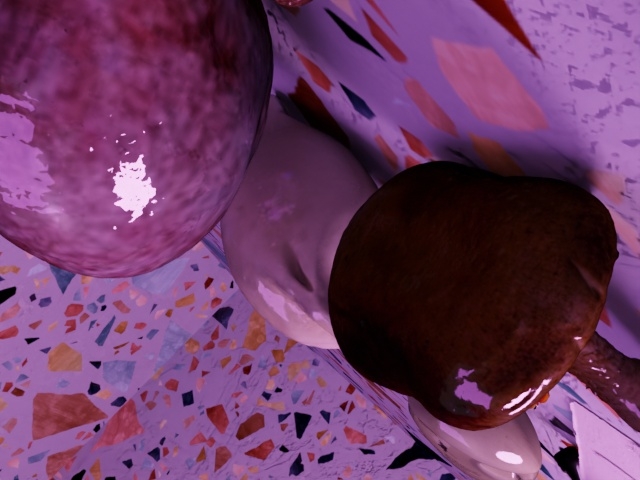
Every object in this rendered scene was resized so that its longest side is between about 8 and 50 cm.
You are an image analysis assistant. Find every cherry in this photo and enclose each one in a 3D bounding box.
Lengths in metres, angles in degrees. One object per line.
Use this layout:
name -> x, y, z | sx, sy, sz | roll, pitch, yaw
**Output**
cherry -> -0.132, -0.104, 0.545 | 0.203, 0.230, 0.300 | 30, 154, 10

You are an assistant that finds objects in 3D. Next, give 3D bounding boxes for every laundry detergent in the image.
laundry detergent -> 0.179, 0.212, 1.017 | 0.181, 0.091, 0.253 | 39, 170, 24

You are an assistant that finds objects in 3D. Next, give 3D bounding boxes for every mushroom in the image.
mushroom -> 0.124, 0.055, 0.511 | 0.217, 0.148, 0.227 | 31, -177, -26

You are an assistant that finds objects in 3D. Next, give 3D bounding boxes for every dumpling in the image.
dumpling -> 0.000, 0.000, 0.711 | 0.179, 0.131, 0.252 | 46, -163, -51

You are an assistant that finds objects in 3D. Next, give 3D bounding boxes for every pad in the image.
pad -> 0.308, 0.241, 0.748 | 0.232, 0.004, 0.156 | 36, 156, 45

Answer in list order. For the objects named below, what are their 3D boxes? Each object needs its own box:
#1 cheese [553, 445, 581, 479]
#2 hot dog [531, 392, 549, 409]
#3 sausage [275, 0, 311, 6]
cheese -> 0.288, 0.270, 0.870 | 0.162, 0.086, 0.036 | 56, 175, 45
hot dog -> 0.154, 0.102, 0.800 | 0.144, 0.038, 0.062 | 44, 169, -8
sausage -> -0.020, -0.157, 0.383 | 0.043, 0.043, 0.186 | 42, 171, 17
